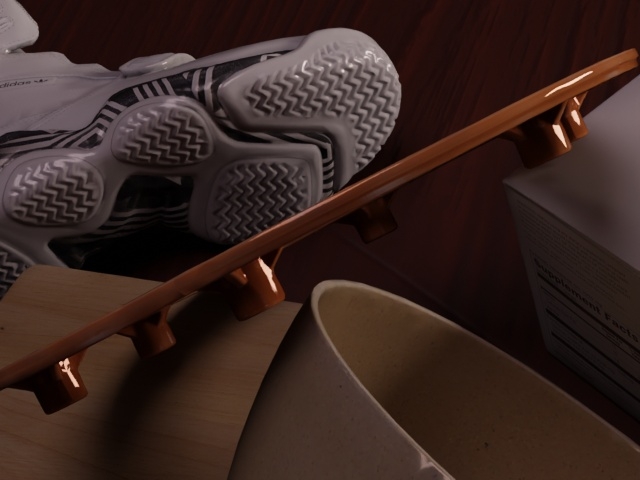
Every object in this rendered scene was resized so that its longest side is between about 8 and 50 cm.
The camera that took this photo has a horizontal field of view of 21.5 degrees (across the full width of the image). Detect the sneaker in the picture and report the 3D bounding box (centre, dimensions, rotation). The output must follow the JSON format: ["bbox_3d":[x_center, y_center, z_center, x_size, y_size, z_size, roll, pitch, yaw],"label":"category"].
[{"bbox_3d":[-0.139,-0.087,1.116,0.366,0.137,0.210,-23,47,3],"label":"sneaker"}]

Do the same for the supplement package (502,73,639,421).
[{"bbox_3d":[0.267,-0.013,0.891,0.262,0.145,0.204,-37,46,-16],"label":"supplement package"}]

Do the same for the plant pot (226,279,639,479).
[{"bbox_3d":[0.060,0.176,0.730,0.191,0.284,0.284,-55,45,12],"label":"plant pot"}]

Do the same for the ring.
[{"bbox_3d":[0.000,0.000,0.789,0.336,0.032,0.336,-27,1,0],"label":"ring"}]

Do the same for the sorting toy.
[{"bbox_3d":[-0.110,0.148,0.906,0.257,0.089,0.255,7,50,33],"label":"sorting toy"}]
